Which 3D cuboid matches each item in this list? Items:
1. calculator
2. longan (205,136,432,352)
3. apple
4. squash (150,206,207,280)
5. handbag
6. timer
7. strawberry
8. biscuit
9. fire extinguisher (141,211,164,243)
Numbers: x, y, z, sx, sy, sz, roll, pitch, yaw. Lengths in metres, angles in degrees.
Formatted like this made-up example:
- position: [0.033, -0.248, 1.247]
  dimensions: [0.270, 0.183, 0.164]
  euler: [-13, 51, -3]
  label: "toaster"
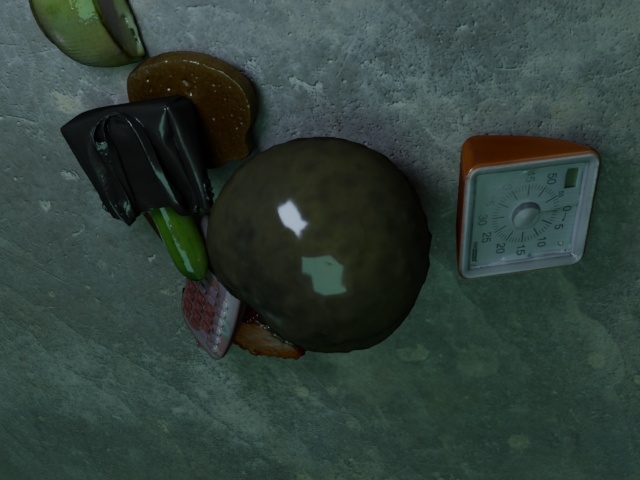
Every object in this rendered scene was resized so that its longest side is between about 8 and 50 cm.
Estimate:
- position: [-0.240, 0.116, 1.989]
  dimensions: [0.220, 0.048, 0.330]
  euler: [45, 130, 33]
  label: "calculator"
- position: [0.008, -0.003, 1.703]
  dimensions: [0.436, 0.404, 0.404]
  euler: [44, 131, 17]
  label: "longan"
- position: [-0.471, -0.436, 1.676]
  dimensions: [0.193, 0.120, 0.265]
  euler: [-7, 121, 15]
  label: "apple"
- position: [-0.321, -0.047, 1.919]
  dimensions: [0.082, 0.082, 0.293]
  euler: [-20, 99, 28]
  label: "squash"
- position: [-0.364, -0.157, 1.789]
  dimensions: [0.285, 0.113, 0.257]
  euler: [-6, 117, 25]
  label: "handbag"
- position: [0.387, -0.068, 1.667]
  dimensions: [0.249, 0.161, 0.258]
  euler: [2, 126, 5]
  label: "timer"
- position: [-0.124, 0.193, 2.058]
  dimensions: [0.190, 0.111, 0.236]
  euler: [37, 151, -24]
  label: "strawberry"
- position: [-0.256, -0.263, 1.783]
  dimensions: [0.272, 0.049, 0.257]
  euler: [10, 130, 15]
  label: "biscuit"
- position: [-0.365, -0.044, 1.980]
  dimensions: [0.062, 0.050, 0.177]
  euler: [-23, 115, 21]
  label: "fire extinguisher"
